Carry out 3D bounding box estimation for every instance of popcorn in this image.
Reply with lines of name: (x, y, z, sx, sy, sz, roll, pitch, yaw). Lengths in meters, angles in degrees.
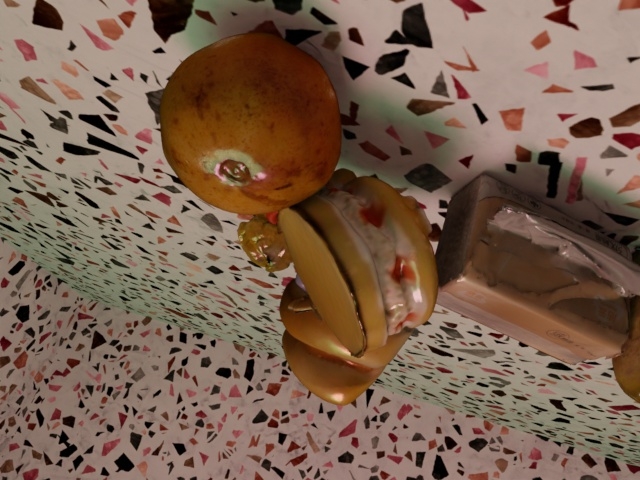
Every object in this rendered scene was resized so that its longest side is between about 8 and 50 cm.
popcorn: (-0.113, -0.006, 1.363, 0.149, 0.152, 0.167, -12, 131, -8)

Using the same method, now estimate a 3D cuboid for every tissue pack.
tissue pack: (0.365, 0.039, 0.964, 0.306, 0.238, 0.238, 25, 157, -9)

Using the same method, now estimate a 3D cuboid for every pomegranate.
pomegranate: (-0.096, -0.162, 0.840, 0.265, 0.264, 0.264, 17, 157, 7)

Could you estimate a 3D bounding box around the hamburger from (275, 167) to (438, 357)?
hamburger: (0.062, 0.019, 0.943, 0.303, 0.187, 0.260, 41, 152, 48)

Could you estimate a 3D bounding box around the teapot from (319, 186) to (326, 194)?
teapot: (-0.085, -0.134, 1.028, 0.232, 0.158, 0.159, 30, 156, -22)

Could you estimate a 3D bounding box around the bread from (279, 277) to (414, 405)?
bread: (0.071, 0.210, 1.419, 0.329, 0.245, 0.424, -4, -171, 0)

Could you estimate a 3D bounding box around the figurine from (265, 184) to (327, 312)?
figurine: (-0.009, 0.002, 1.202, 0.208, 0.256, 0.181, -12, -177, -31)

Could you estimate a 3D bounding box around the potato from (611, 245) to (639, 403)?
potato: (0.582, 0.157, 0.967, 0.229, 0.266, 0.229, 25, 157, 12)
